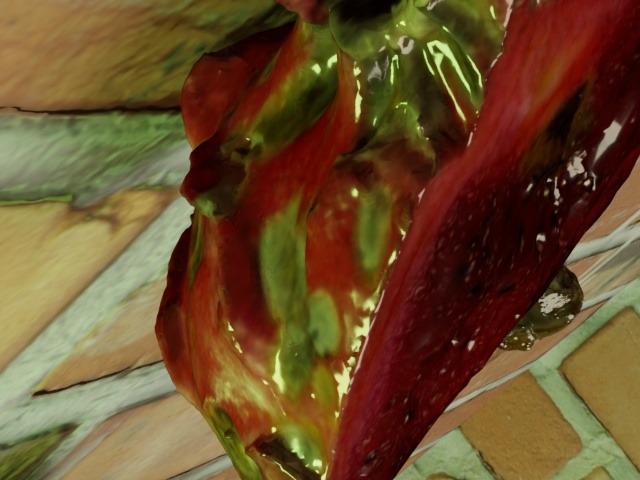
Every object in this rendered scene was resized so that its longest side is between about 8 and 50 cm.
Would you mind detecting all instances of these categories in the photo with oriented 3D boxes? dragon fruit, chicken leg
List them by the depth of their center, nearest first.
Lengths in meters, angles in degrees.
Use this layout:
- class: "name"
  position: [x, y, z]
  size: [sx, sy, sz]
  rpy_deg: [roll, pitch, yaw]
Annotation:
- class: "dragon fruit"
  position: [0.025, -0.055, 0.483]
  size: [0.262, 0.134, 0.211]
  rpy_deg: [-49, 160, -22]
- class: "chicken leg"
  position: [0.124, 0.066, 1.258]
  size: [0.198, 0.085, 0.069]
  rpy_deg: [-28, -165, 20]
